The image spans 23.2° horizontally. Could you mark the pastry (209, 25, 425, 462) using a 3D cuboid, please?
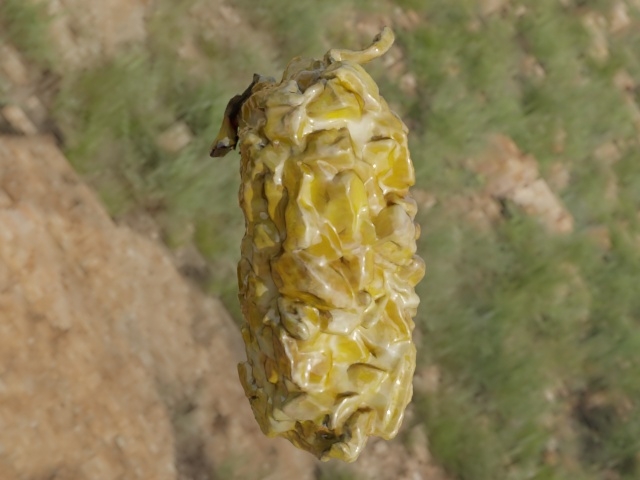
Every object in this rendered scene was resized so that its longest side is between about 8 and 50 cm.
[{"bbox_3d":[0.000,0.000,0.931,0.154,0.102,0.250,-146,-129,-70],"label":"pastry"}]
